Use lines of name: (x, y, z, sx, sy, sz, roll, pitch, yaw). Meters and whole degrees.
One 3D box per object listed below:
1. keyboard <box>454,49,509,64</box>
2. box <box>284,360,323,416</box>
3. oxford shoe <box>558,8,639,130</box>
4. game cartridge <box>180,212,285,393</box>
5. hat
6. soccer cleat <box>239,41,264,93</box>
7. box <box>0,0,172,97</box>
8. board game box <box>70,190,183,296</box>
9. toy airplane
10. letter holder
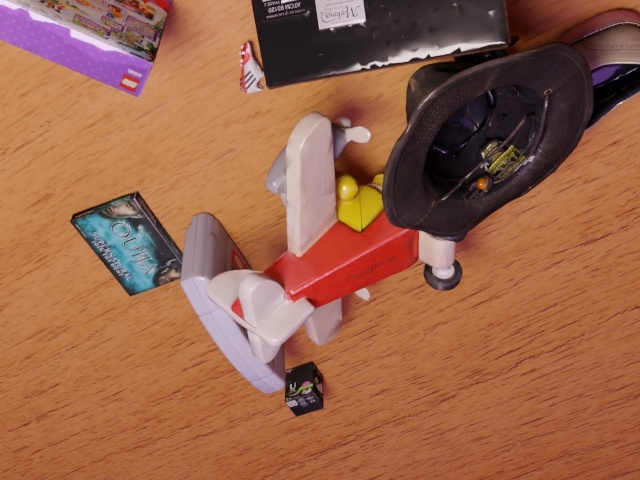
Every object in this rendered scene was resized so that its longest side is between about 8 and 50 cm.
keyboard: (0.233, -0.199, 1.128, 0.100, 0.038, 0.192, -29, 83, 35)
box: (-0.032, 0.289, 1.576, 0.062, 0.083, 0.052, -20, 126, 15)
oxford shoe: (0.308, -0.195, 1.149, 0.348, 0.130, 0.123, -32, 126, 24)
game cartridge: (-0.138, 0.116, 1.358, 0.060, 0.196, 0.294, -19, 128, 15)
hat: (0.185, -0.152, 1.021, 0.331, 0.134, 0.331, -23, 148, -15)
soccer cleat: (-0.099, -0.249, 1.166, 0.036, 0.029, 0.083, -4, 133, -10)
box: (-0.340, -0.302, 1.003, 0.293, 0.201, 0.057, 22, 125, -17)
board game box: (-0.318, 0.009, 1.375, 0.126, 0.026, 0.186, -19, 128, 15)
toy airplane: (0.000, 0.000, 1.216, 0.384, 0.272, 0.386, 13, 124, -47)
letter holder: (0.091, -0.299, 1.043, 0.302, 0.214, 0.152, -6, 101, 19)
